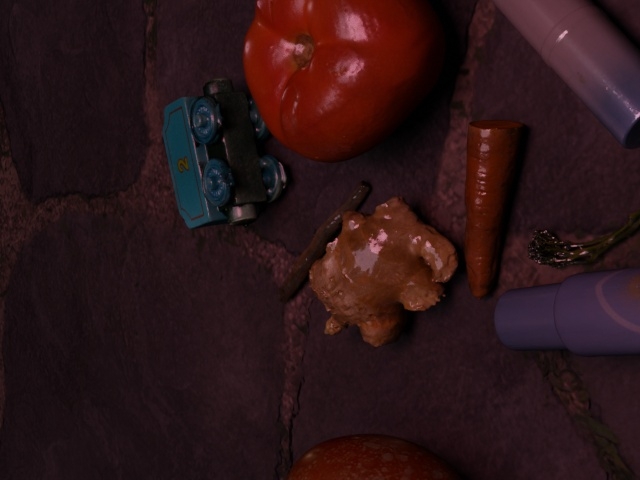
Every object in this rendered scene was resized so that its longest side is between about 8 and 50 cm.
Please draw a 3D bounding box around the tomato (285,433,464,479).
[{"bbox_3d":[0.078,0.359,1.354,0.270,0.223,0.270,175,90,-68],"label":"tomato"}]

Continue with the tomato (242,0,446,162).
[{"bbox_3d":[0.028,-0.220,1.342,0.260,0.180,0.259,5,98,45],"label":"tomato"}]

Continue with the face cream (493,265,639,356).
[{"bbox_3d":[0.334,0.066,1.123,0.385,0.135,0.086,-10,127,49],"label":"face cream"}]

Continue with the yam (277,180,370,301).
[{"bbox_3d":[0.001,0.001,1.521,0.027,0.029,0.234,30,126,-8],"label":"yam"}]

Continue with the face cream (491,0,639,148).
[{"bbox_3d":[0.260,-0.205,1.172,0.250,0.077,0.077,55,131,27],"label":"face cream"}]

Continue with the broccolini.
[{"bbox_3d":[0.297,-0.012,1.203,0.194,0.054,0.052,-28,106,39],"label":"broccolini"}]

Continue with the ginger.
[{"bbox_3d":[0.066,0.044,1.403,0.157,0.102,0.216,40,123,3],"label":"ginger"}]

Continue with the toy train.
[{"bbox_3d":[-0.138,-0.115,1.587,0.163,0.112,0.203,-17,81,52],"label":"toy train"}]

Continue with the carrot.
[{"bbox_3d":[0.187,-0.031,1.299,0.061,0.061,0.209,21,115,43],"label":"carrot"}]
